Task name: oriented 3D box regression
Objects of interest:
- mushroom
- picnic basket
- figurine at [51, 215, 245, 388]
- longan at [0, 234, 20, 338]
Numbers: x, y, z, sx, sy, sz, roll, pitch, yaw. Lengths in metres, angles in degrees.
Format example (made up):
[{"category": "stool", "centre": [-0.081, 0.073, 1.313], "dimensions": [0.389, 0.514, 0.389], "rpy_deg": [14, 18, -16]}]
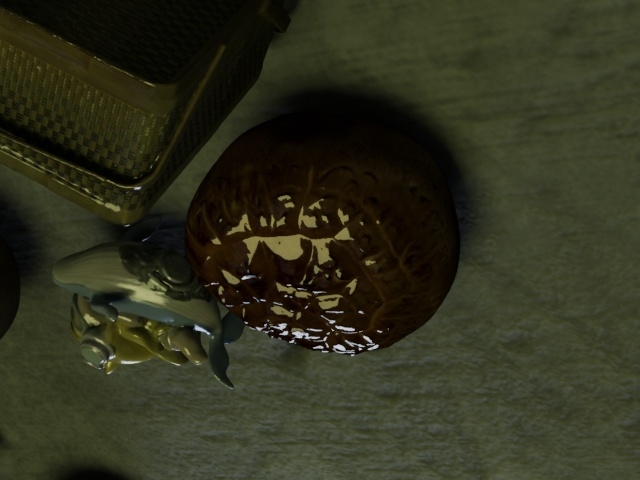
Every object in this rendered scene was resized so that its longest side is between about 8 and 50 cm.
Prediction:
[{"category": "mushroom", "centre": [0.000, 0.000, 1.372], "dimensions": [0.253, 0.153, 0.253], "rpy_deg": [10, 142, 8]}, {"category": "picnic basket", "centre": [-0.138, -0.154, 1.201], "dimensions": [0.165, 0.267, 0.139], "rpy_deg": [28, 134, 7]}, {"category": "figurine", "centre": [-0.166, 0.070, 1.561], "dimensions": [0.208, 0.128, 0.184], "rpy_deg": [27, 143, -5]}, {"category": "longan", "centre": [-0.403, 0.041, 1.644], "dimensions": [0.204, 0.159, 0.185], "rpy_deg": [13, 149, 38]}]
